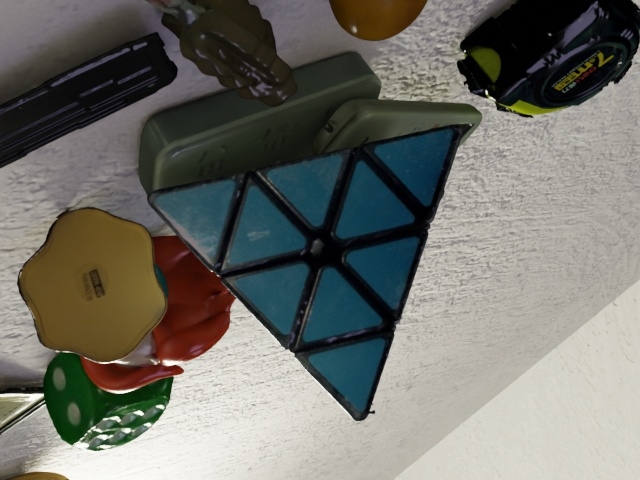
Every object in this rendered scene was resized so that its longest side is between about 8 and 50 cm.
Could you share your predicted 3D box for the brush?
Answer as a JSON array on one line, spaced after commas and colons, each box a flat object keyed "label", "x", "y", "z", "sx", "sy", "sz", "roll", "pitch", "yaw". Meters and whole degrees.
[{"label": "brush", "x": -0.117, "y": -0.195, "z": 0.865, "sx": 0.071, "sy": 0.084, "sz": 0.301, "roll": -39, "pitch": 148, "yaw": 16}]

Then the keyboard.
[{"label": "keyboard", "x": -0.248, "y": -0.105, "z": 0.912, "sx": 0.262, "sy": 0.016, "sz": 0.106, "roll": -26, "pitch": 166, "yaw": -2}]

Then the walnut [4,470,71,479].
[{"label": "walnut", "x": -0.457, "y": 0.440, "z": 1.627, "sx": 0.207, "sy": 0.159, "sz": 0.159, "roll": -24, "pitch": 156, "yaw": -14}]

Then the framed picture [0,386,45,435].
[{"label": "framed picture", "x": -0.457, "y": 0.246, "z": 1.383, "sx": 0.195, "sy": 0.010, "sz": 0.199, "roll": -34, "pitch": 165, "yaw": 10}]

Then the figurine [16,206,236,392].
[{"label": "figurine", "x": -0.201, "y": 0.076, "z": 1.186, "sx": 0.208, "sy": 0.181, "sz": 0.257, "roll": -59, "pitch": 167, "yaw": -9}]

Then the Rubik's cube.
[{"label": "Rubik's cube", "x": 0.002, "y": 0.002, "z": 1.089, "sx": 0.229, "sy": 0.233, "sz": 0.228, "roll": -49, "pitch": 145, "yaw": -33}]

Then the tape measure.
[{"label": "tape measure", "x": 0.275, "y": -0.229, "z": 1.239, "sx": 0.199, "sy": 0.112, "sz": 0.186, "roll": -38, "pitch": 150, "yaw": 28}]

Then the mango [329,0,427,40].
[{"label": "mango", "x": 0.057, "y": -0.255, "z": 0.940, "sx": 0.102, "sy": 0.085, "sz": 0.184, "roll": -23, "pitch": 151, "yaw": -21}]

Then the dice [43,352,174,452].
[{"label": "dice", "x": -0.279, "y": 0.196, "z": 1.391, "sx": 0.128, "sy": 0.120, "sz": 0.131, "roll": -5, "pitch": 144, "yaw": -46}]

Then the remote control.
[{"label": "remote control", "x": 0.093, "y": -0.122, "z": 1.197, "sx": 0.090, "sy": 0.038, "sz": 0.309, "roll": -49, "pitch": 160, "yaw": 26}]

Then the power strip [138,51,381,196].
[{"label": "power strip", "x": -0.067, "y": -0.095, "z": 1.141, "sx": 0.265, "sy": 0.059, "sz": 0.193, "roll": -22, "pitch": 156, "yaw": -23}]
